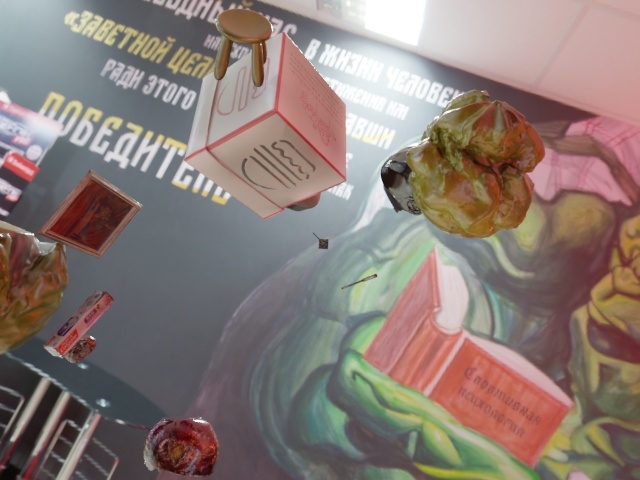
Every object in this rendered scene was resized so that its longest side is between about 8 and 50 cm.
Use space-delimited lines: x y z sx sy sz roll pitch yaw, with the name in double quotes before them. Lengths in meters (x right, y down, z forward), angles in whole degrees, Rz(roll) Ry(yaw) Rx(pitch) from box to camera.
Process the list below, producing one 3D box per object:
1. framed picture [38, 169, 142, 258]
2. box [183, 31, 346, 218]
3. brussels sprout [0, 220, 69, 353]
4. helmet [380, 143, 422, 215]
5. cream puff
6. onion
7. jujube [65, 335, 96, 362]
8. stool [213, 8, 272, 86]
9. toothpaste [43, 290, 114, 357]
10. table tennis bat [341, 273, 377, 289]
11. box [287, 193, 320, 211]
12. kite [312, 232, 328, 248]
"framed picture" -0.645 -0.062 1.413 0.016 0.216 0.273 35 -7 17
"box" -0.129 -0.295 1.319 0.300 0.312 0.314 -21 -39 30
"brussels sprout" -0.894 0.118 1.252 0.342 0.361 0.425 14 -6 46
"helmet" 0.315 -0.214 1.564 0.177 0.225 0.305 54 -26 -18
"cream puff" 0.393 -0.195 1.207 0.378 0.378 0.275 27 -30 -11
"onion" -0.368 0.544 1.325 0.195 0.139 0.218 6 -14 -8
"jujube" -0.891 0.401 1.826 0.077 0.129 0.077 49 16 -19
"stool" -0.158 -0.392 0.999 0.134 0.135 0.110 44 -36 18
"toothpaste" -0.614 0.209 1.259 0.047 0.196 0.040 0 -51 27
"table tennis bat" 0.137 0.144 1.722 0.095 0.014 0.158 -14 -9 -44
"box" -0.155 -0.332 1.672 0.396 0.396 0.111 20 -19 -37
"kite" -0.003 0.006 1.685 0.078 0.044 0.002 24 1 24
